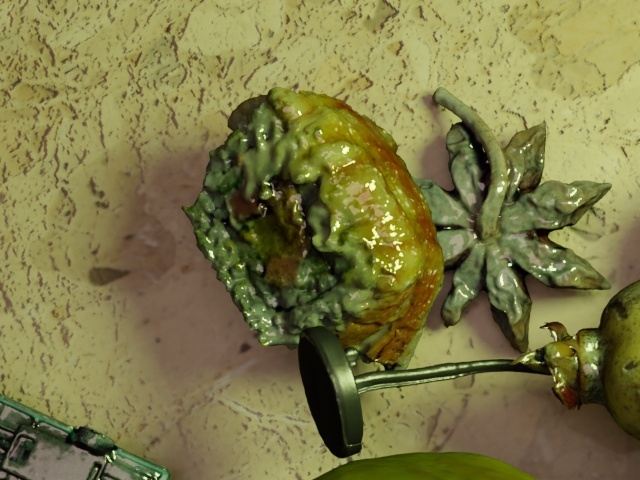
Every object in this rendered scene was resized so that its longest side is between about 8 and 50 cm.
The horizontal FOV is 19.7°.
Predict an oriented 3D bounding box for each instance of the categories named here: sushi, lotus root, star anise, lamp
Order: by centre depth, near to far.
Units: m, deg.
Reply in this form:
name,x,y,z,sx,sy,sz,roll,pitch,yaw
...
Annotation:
name,x,y,z,sx,sy,sz,roll,pitch,yaw
lotus root,0.302,0.100,1.536,0.278,0.154,0.154,-9,81,16
lamp,0.147,0.134,1.629,0.371,0.108,0.130,0,44,-30
sushi,0.000,0.000,1.646,0.184,0.139,0.274,-37,71,23
star anise,0.152,-0.025,1.693,0.230,0.081,0.262,-21,82,20

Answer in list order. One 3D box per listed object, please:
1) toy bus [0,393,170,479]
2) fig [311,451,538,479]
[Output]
name,x,y,z,sx,sy,sz,roll,pitch,yaw
toy bus,-0.266,0.193,1.681,0.261,0.109,0.091,25,83,6
fig,0.077,0.324,1.536,0.343,0.343,0.343,-1,81,5
